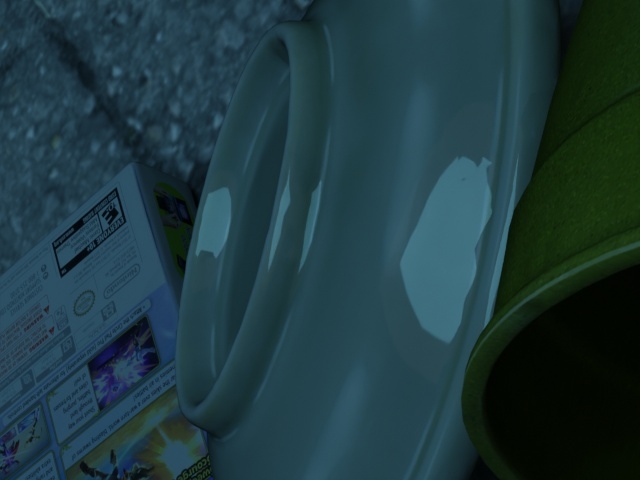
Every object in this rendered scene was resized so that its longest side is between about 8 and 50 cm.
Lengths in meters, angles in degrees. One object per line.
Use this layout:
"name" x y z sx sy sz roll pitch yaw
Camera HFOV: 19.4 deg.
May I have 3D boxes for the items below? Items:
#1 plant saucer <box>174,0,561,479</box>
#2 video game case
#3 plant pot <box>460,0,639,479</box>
"plant saucer" 0.000 0.000 0.966 0.400 0.101 0.400 -167 90 -76
"video game case" -0.163 0.124 1.231 0.269 0.061 0.244 -38 52 26
"plant pot" 0.256 -0.077 0.755 0.366 0.366 0.353 -15 54 38
